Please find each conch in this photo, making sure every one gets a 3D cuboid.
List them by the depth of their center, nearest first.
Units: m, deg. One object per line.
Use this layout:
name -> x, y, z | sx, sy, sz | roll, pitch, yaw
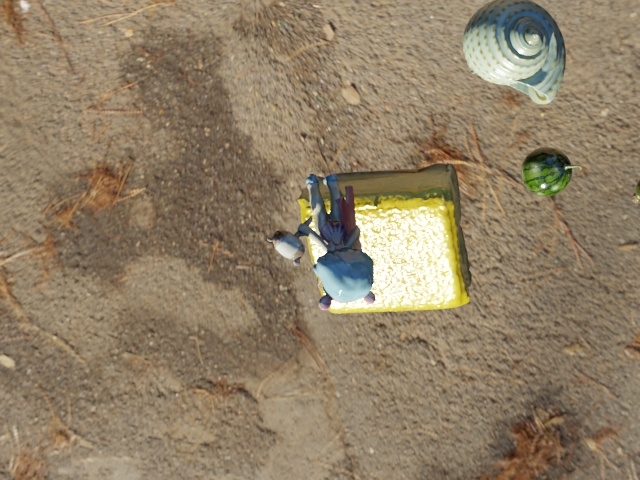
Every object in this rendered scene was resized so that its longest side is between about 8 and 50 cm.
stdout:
conch -> 0.299, -0.300, 1.119 | 0.172, 0.200, 0.131 | 20, 108, -12

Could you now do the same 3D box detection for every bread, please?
bread -> 0.144, 0.005, 1.548 | 0.332, 0.143, 0.324 | -3, 126, 14

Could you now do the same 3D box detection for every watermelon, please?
watermelon -> 0.448, -0.137, 1.436 | 0.108, 0.109, 0.109 | -2, 109, -5

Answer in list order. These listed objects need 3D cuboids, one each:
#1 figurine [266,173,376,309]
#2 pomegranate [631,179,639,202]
figurine -> 0.011, -0.005, 1.323 | 0.205, 0.103, 0.260 | -1, 68, -29
pomegranate -> 0.636, -0.092, 1.405 | 0.084, 0.073, 0.073 | -13, 114, 39
